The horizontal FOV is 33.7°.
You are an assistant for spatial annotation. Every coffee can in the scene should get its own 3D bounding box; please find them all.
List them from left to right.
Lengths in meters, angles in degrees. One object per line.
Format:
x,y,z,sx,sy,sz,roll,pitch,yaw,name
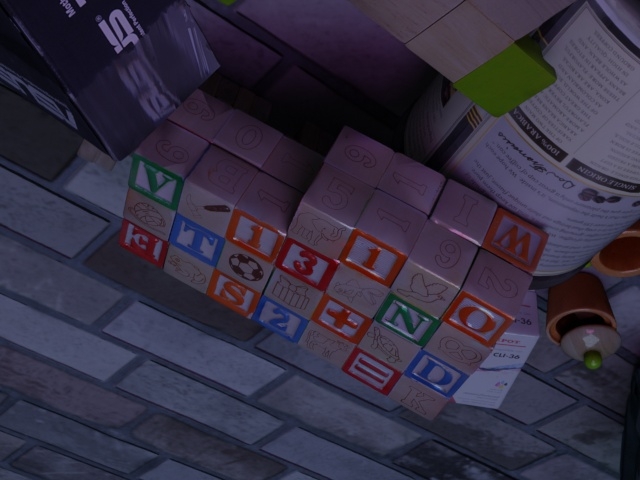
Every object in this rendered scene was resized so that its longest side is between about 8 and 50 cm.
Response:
0.201,-0.112,0.794,0.201,0.201,0.275,17,146,-15,coffee can

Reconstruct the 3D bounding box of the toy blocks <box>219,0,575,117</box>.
0.008,-0.276,0.615,0.191,0.261,0.381,-32,135,32,toy blocks

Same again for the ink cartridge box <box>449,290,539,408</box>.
0.172,0.106,1.188,0.115,0.067,0.198,8,140,-5,ink cartridge box

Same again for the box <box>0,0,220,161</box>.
-0.261,-0.244,0.589,0.395,0.097,0.318,33,164,35,box

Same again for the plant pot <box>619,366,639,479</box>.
0.519,0.283,1.197,0.334,0.341,0.341,5,141,11,plant pot

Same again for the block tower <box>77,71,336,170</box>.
-0.056,-0.062,0.956,0.335,0.091,0.097,26,136,-14,block tower

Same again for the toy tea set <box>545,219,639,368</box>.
0.349,0.032,1.041,0.200,0.124,0.336,10,140,-8,toy tea set

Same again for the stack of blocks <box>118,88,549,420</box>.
0.000,0.000,0.817,0.297,0.087,0.171,28,143,3,stack of blocks
